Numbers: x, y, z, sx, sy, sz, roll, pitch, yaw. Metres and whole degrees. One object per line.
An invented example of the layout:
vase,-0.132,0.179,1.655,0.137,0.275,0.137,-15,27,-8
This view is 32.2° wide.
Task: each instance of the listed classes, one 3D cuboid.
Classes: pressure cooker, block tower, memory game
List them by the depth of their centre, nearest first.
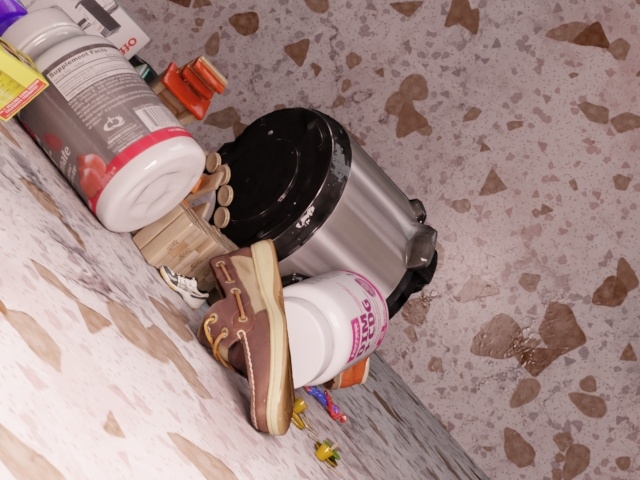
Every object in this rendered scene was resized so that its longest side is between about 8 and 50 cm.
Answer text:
block tower,-0.168,0.044,1.764,0.091,0.097,0.335,51,3,36
memory game,-0.209,-0.068,1.933,0.012,0.186,0.186,8,31,-40
pressure cooker,0.003,-0.005,2.132,0.420,0.375,0.370,43,5,-41

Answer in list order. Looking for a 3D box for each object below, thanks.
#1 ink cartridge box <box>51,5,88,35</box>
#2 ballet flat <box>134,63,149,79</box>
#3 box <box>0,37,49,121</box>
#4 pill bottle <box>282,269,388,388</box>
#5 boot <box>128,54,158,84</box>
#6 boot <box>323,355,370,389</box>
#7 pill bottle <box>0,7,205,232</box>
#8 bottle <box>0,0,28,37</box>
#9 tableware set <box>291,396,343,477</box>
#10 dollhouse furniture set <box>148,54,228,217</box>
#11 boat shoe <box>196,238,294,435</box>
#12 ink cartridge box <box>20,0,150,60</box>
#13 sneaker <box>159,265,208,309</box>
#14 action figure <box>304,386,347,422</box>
ink cartridge box,-0.416,-0.275,2.061,0.278,0.117,0.201,46,4,-43
ballet flat,-0.362,-0.239,1.919,0.070,0.188,0.070,21,-21,9
box,-0.440,-0.226,1.406,0.058,0.087,0.232,51,2,15
pill bottle,-0.006,0.141,1.757,0.160,0.160,0.283,49,20,10
boot,-0.507,-0.422,2.631,0.367,0.146,0.445,52,0,31
boot,0.048,0.185,1.975,0.085,0.157,0.059,1,2,-28
pill bottle,-0.324,-0.180,1.585,0.318,0.176,0.176,49,3,16
bottle,-0.543,-0.381,1.827,0.283,0.092,0.118,49,2,19
tableware set,-0.013,0.278,1.646,0.104,0.024,0.154,46,4,-36
dollhouse furniture set,-0.259,-0.182,1.826,0.262,0.135,0.259,45,42,-27
boat shoe,-0.105,0.130,1.502,0.342,0.123,0.123,-100,-177,-48
ink cartridge box,-0.493,-0.425,2.124,0.273,0.197,0.114,45,5,-44
sneaker,-0.199,0.062,1.628,0.083,0.037,0.032,46,5,-18
action figure,0.007,0.278,1.939,0.115,0.030,0.038,50,-2,-13
